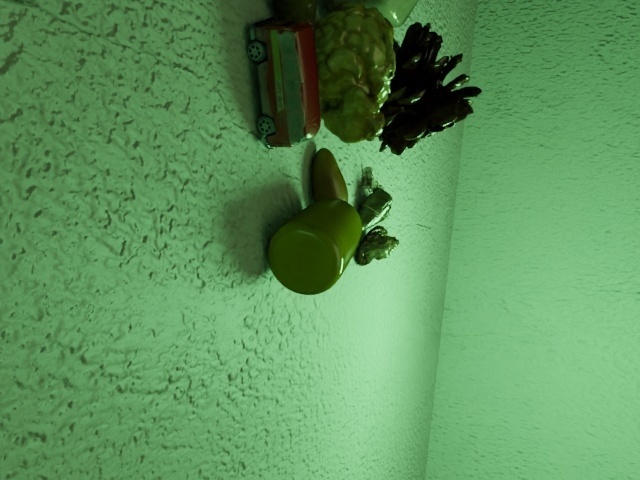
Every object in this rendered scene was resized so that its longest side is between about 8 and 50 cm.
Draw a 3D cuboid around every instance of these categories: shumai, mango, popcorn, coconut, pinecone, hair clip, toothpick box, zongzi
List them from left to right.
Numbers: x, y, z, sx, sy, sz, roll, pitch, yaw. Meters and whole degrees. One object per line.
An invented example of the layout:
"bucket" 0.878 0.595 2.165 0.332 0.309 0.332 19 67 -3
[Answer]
"toothpick box" 0.000 0.000 1.756 0.271 0.174 0.175 -49 139 -63
"mango" 0.023 -0.141 1.908 0.102 0.084 0.184 -40 126 -63
"popcorn" 0.064 -0.384 1.764 0.265 0.225 0.332 135 -52 -76
"zongzi" 0.145 -0.059 2.325 0.178 0.081 0.189 -52 169 -12
"hair clip" 0.169 -0.173 2.369 0.226 0.034 0.072 25 71 -69
"shumai" 0.168 0.028 2.320 0.139 0.105 0.123 -28 150 -24
"coconut" 0.145 -0.642 1.857 0.237 0.265 0.238 -8 99 -61
"pinecone" 0.227 -0.442 2.054 0.384 0.384 0.385 5 90 -70

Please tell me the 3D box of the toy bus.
"toy bus" -0.068 -0.320 1.562 0.121 0.119 0.265 -47 137 -57

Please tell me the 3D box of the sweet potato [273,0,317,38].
"sweet potato" -0.052 -0.542 1.558 0.130 0.130 0.423 -59 153 -50
